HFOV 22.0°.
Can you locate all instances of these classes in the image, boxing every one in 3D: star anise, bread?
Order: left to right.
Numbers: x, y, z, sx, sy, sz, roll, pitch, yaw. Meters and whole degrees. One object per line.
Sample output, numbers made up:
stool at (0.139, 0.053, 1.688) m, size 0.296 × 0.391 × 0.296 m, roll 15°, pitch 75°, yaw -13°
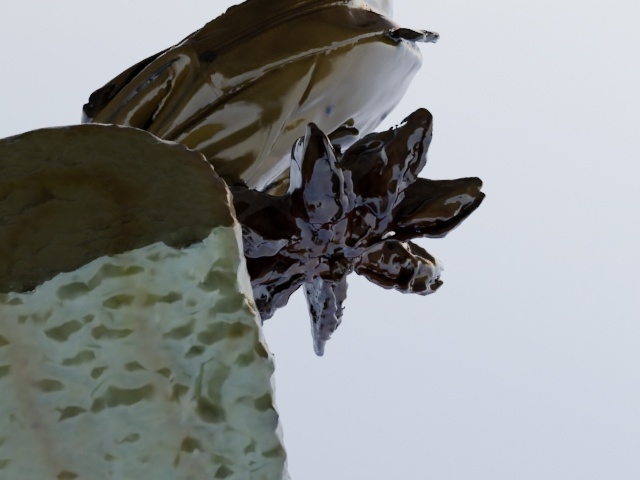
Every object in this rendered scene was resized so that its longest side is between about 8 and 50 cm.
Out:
bread at (-0.239, 0.089, 1.081) m, size 0.395 × 0.239 × 0.264 m, roll -21°, pitch -146°, yaw -13°
star anise at (-0.001, 0.001, 1.306) m, size 0.288 × 0.288 × 0.088 m, roll -9°, pitch -124°, yaw -13°

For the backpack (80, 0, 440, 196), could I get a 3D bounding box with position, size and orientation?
backpack at (-0.060, -0.136, 1.723) m, size 0.201 × 0.378 × 0.353 m, roll 54°, pitch -159°, yaw 10°
